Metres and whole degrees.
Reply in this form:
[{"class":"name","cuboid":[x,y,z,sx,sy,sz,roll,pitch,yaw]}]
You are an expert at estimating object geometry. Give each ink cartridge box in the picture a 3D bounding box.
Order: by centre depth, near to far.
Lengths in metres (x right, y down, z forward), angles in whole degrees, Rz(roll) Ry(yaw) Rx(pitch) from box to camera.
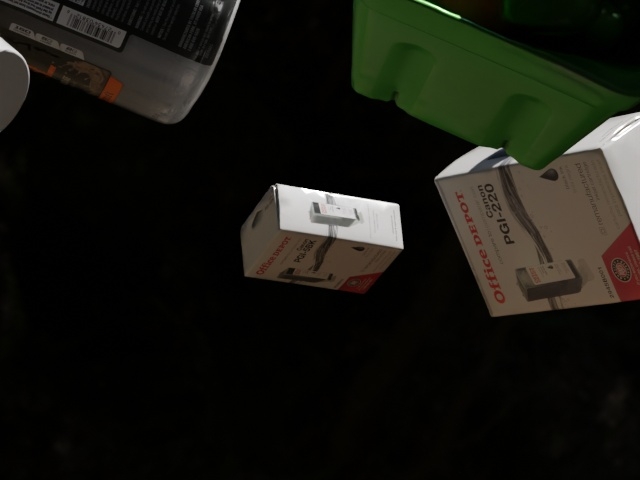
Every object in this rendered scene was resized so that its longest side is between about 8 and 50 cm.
[{"class":"ink cartridge box","cuboid":[0.234,-0.022,1.872,0.218,0.092,0.158,-9,-72,49]},{"class":"ink cartridge box","cuboid":[0.000,0.000,1.961,0.135,0.099,0.056,9,57,-22]}]

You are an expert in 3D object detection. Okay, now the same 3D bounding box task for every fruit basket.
[{"class":"fruit basket","cuboid":[0.202,-0.276,1.463,0.283,0.392,0.392,24,-2,-1]}]

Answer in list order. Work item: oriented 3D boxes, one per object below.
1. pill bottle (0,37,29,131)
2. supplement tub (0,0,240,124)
[{"class":"pill bottle","cuboid":[-0.336,-0.170,1.577,0.221,0.124,0.124,37,-5,28]},{"class":"supplement tub","cuboid":[-0.258,-0.267,1.983,0.338,0.207,0.207,22,2,-11]}]
